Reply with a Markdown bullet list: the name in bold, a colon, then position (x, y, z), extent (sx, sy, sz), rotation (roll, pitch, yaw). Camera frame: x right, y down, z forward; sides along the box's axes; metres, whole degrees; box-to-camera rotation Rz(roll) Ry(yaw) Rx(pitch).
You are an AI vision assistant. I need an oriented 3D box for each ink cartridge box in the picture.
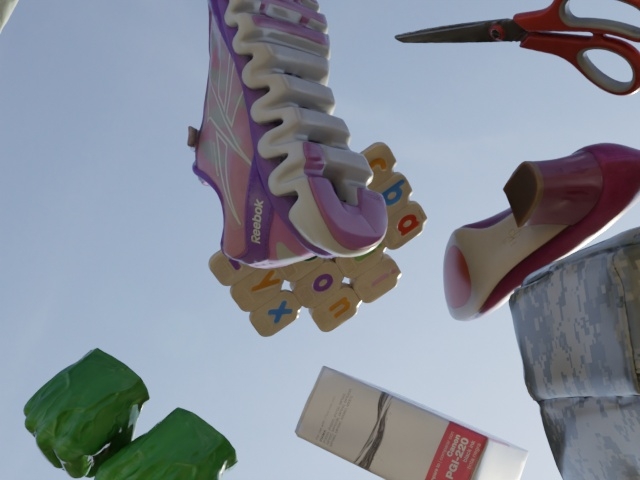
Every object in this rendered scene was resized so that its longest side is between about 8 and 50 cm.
- **ink cartridge box**: position (0.104, 0.230, 1.217), extent (0.218, 0.092, 0.158), rotation (18, -7, 31)

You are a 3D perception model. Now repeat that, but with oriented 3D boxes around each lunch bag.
- **lunch bag**: position (0.283, 0.121, 0.770), extent (0.213, 0.256, 0.305), rotation (-8, -8, -10)

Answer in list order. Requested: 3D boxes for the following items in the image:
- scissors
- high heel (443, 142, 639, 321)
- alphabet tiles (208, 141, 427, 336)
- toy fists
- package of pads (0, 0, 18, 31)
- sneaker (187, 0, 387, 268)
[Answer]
- **scissors**: position (0.188, -0.212, 1.037), extent (0.297, 0.021, 0.109), rotation (22, -40, 35)
- **high heel**: position (0.283, 0.005, 1.369), extent (0.181, 0.127, 0.377), rotation (-6, -22, -17)
- **alphabet tiles**: position (0.000, 0.000, 1.413), extent (0.278, 0.021, 0.284), rotation (-35, -50, -2)
- **toy fists**: position (-0.240, 0.250, 1.298), extent (0.279, 0.142, 0.096), rotation (31, -40, 25)
- **package of pads**: position (-0.305, -0.302, 0.883), extent (0.229, 0.296, 0.101), rotation (18, -13, 38)
- **sneaker**: position (-0.044, -0.083, 0.683), extent (0.105, 0.236, 0.095), rotation (-29, -24, 34)
